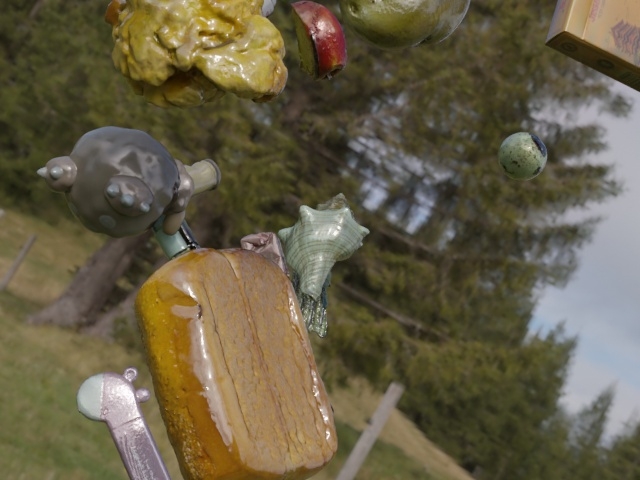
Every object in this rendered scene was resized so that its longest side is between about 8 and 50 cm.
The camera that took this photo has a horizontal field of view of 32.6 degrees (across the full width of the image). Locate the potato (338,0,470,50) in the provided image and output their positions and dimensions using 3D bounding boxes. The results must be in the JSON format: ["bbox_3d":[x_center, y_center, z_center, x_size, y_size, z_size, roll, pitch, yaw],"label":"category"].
[{"bbox_3d":[0.153,-0.411,1.850,0.251,0.174,0.159,-16,-5,-32],"label":"potato"}]

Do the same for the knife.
[{"bbox_3d":[-0.319,0.418,1.995,0.399,0.132,0.038,63,-16,13],"label":"knife"}]

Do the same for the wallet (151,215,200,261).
[{"bbox_3d":[-0.294,0.009,2.307,0.250,0.075,0.176,58,-2,10],"label":"wallet"}]

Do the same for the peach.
[{"bbox_3d":[0.001,-0.418,2.276,0.127,0.092,0.172,-174,-111,-74],"label":"peach"}]

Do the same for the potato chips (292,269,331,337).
[{"bbox_3d":[-0.020,0.073,1.989,0.091,0.208,0.028,18,-27,-28],"label":"potato chips"}]

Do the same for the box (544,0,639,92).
[{"bbox_3d":[0.566,-0.390,2.024,0.274,0.174,0.076,23,-19,-13],"label":"box"}]

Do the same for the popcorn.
[{"bbox_3d":[-0.196,-0.322,1.699,0.332,0.265,0.225,48,0,21],"label":"popcorn"}]

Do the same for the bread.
[{"bbox_3d":[-0.128,0.179,1.467,0.328,0.148,0.337,4,65,-66],"label":"bread"}]

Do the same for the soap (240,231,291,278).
[{"bbox_3d":[-0.104,0.117,2.437,0.098,0.274,0.218,-14,-7,3],"label":"soap"}]

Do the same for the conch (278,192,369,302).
[{"bbox_3d":[-0.001,-0.014,1.850,0.137,0.114,0.234,25,34,21],"label":"conch"}]

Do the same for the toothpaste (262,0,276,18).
[{"bbox_3d":[-0.151,-0.387,1.973,0.057,0.234,0.089,43,-27,-4],"label":"toothpaste"}]

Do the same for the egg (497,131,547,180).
[{"bbox_3d":[0.353,-0.148,1.914,0.085,0.085,0.110,30,-10,5],"label":"egg"}]

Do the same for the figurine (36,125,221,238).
[{"bbox_3d":[-0.339,-0.114,2.105,0.248,0.203,0.380,22,12,25],"label":"figurine"}]
